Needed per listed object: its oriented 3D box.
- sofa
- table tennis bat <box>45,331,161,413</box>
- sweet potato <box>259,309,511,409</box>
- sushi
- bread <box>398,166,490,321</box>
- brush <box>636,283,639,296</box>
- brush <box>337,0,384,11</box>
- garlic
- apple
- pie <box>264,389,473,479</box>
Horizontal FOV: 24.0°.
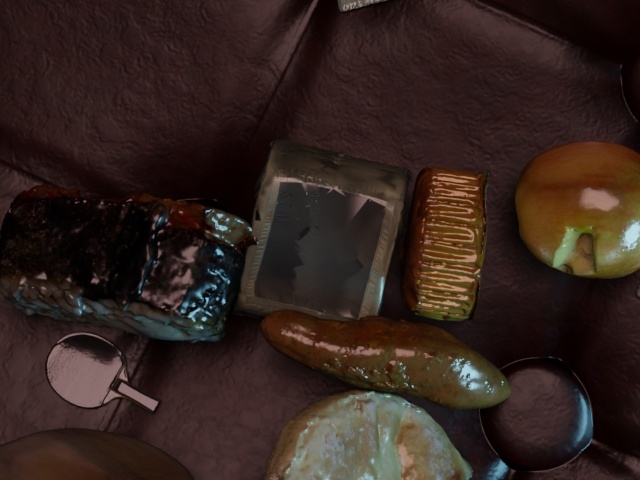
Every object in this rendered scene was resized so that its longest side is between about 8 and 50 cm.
[{"bbox_3d":[0.000,0.000,1.959,0.210,0.176,0.225,11,104,-1],"label":"sofa"},{"bbox_3d":[-0.279,0.178,1.931,0.158,0.014,0.095,27,75,5],"label":"table tennis bat"},{"bbox_3d":[0.100,0.145,1.863,0.355,0.106,0.095,16,77,-17],"label":"sweet potato"},{"bbox_3d":[-0.243,0.024,1.853,0.343,0.196,0.182,6,84,16],"label":"sushi"},{"bbox_3d":[0.155,0.004,1.913,0.104,0.199,0.199,6,76,1],"label":"bread"},{"bbox_3d":[0.541,0.049,1.928,0.272,0.013,0.103,10,71,40],"label":"brush"},{"bbox_3d":[0.039,-0.426,2.100,0.082,0.010,0.218,-14,76,-6],"label":"brush"},{"bbox_3d":[-0.289,0.352,1.792,0.340,0.246,0.231,12,100,18],"label":"garlic"},{"bbox_3d":[0.342,-0.040,1.945,0.199,0.199,0.199,1,76,-3],"label":"apple"},{"bbox_3d":[0.055,0.330,1.831,0.337,0.075,0.337,15,62,-31],"label":"pie"}]
